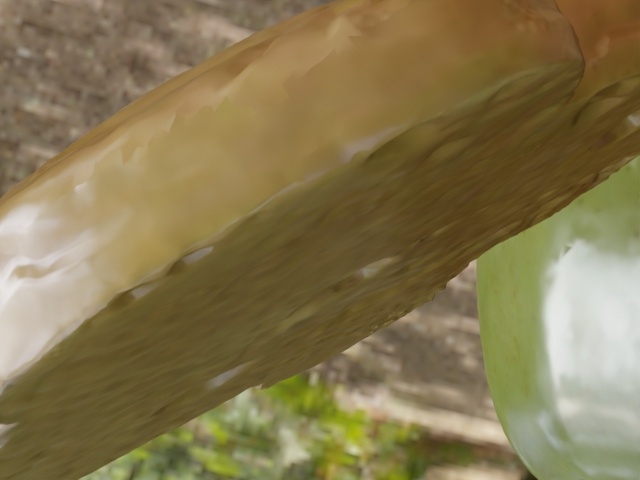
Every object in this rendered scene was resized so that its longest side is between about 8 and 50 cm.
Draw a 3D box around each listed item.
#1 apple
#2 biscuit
[{"bbox_3d":[0.260,0.018,1.081,0.357,0.357,0.357,14,170,2],"label":"apple"},{"bbox_3d":[-0.002,-0.004,0.542,0.269,0.051,0.376,-28,171,-1],"label":"biscuit"}]
